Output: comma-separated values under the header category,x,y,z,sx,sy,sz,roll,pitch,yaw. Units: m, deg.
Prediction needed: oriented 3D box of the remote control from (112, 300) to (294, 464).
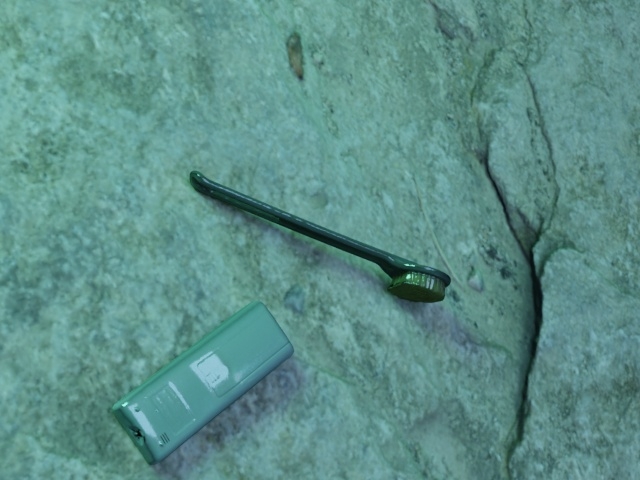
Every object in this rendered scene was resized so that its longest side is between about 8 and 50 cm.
category,x,y,z,sx,sy,sz,roll,pitch,yaw
remote control,-0.093,0.114,0.973,0.162,0.029,0.061,-38,94,-35

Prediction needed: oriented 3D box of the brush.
category,x,y,z,sx,sy,sz,roll,pitch,yaw
brush,0.000,0.000,1.060,0.266,0.062,0.027,23,69,-18
